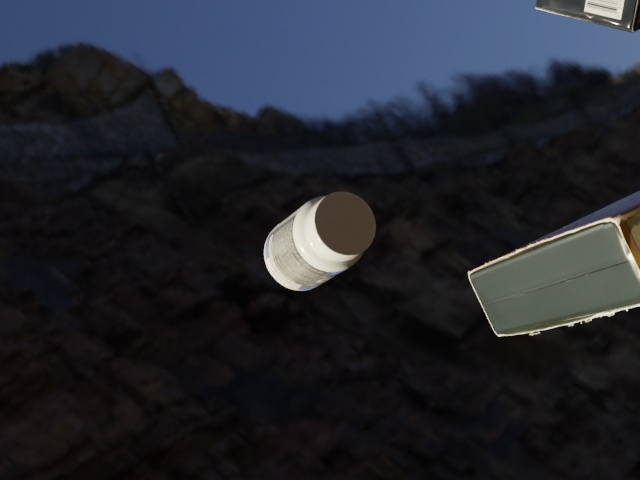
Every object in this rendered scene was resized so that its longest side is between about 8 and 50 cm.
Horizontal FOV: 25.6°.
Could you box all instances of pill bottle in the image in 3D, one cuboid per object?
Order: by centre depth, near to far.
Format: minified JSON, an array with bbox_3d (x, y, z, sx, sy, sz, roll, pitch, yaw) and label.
[{"bbox_3d":[0.000,0.000,1.409,0.078,0.078,0.137,-46,5,-24],"label":"pill bottle"}]

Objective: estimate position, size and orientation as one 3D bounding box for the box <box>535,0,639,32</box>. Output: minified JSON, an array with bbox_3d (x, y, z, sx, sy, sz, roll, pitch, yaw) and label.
[{"bbox_3d":[0.284,-0.326,1.204,0.184,0.103,0.261,-21,-56,-49],"label":"box"}]

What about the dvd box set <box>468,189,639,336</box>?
[{"bbox_3d":[0.335,-0.054,0.998,0.420,0.062,0.307,-25,-3,-13],"label":"dvd box set"}]
